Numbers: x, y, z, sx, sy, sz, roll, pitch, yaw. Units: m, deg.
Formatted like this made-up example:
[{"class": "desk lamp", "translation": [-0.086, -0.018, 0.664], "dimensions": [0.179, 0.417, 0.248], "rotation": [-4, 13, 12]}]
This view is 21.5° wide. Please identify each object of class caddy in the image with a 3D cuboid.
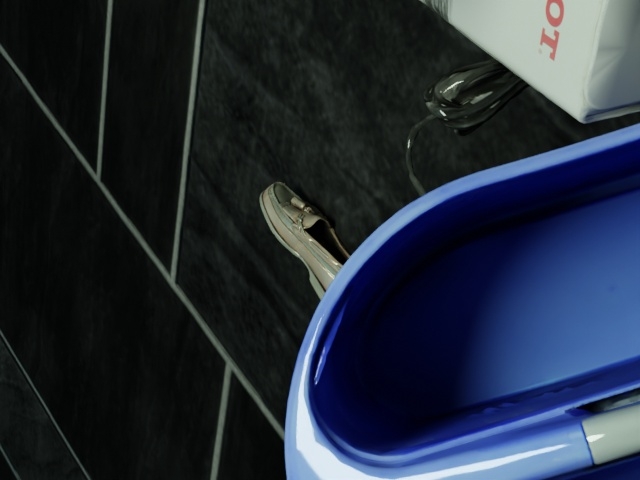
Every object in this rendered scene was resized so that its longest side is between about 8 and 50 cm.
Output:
[{"class": "caddy", "translation": [0.154, 0.072, 0.747], "dimensions": [0.179, 0.341, 0.241], "rotation": [42, -150, -86]}]

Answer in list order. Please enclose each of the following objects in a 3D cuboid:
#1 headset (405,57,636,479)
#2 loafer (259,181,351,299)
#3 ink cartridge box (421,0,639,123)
[{"class": "headset", "translation": [0.174, 0.073, 0.956], "dimensions": [0.394, 0.185, 0.243], "rotation": [62, 157, -7]}, {"class": "loafer", "translation": [0.000, 0.000, 1.301], "dimensions": [0.125, 0.045, 0.039], "rotation": [56, 130, 20]}, {"class": "ink cartridge box", "translation": [0.112, -0.235, 0.882], "dimensions": [0.307, 0.129, 0.223], "rotation": [46, 139, 44]}]
